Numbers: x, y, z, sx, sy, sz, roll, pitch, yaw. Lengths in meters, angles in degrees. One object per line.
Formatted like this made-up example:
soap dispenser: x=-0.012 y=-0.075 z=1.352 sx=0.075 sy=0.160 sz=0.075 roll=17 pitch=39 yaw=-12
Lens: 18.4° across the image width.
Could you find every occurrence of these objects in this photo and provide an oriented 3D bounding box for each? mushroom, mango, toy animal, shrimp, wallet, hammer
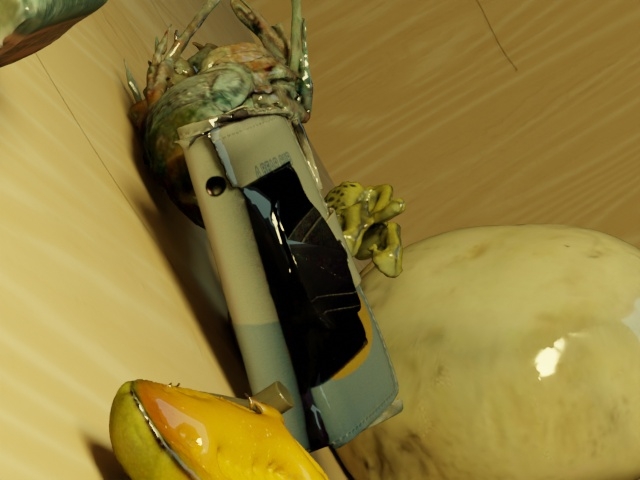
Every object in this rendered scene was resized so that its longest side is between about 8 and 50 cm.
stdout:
mushroom: x=0.159 y=0.156 z=1.588 sx=0.314 sy=0.314 sz=0.336 roll=-110 pitch=-168 yaw=-65
mango: x=-0.042 y=0.118 z=0.894 sx=0.187 sy=0.066 sz=0.101 roll=46 pitch=22 yaw=-52
toy animal: x=0.000 y=0.000 z=1.467 sx=0.073 sy=0.181 sz=0.136 roll=38 pitch=26 yaw=-22
shrimp: x=-0.059 y=-0.115 z=1.503 sx=0.137 sy=0.172 sz=0.372 roll=53 pitch=15 yaw=-25
wallet: x=-0.015 y=0.019 z=1.296 sx=0.170 sy=0.069 sz=0.231 roll=-22 pitch=95 yaw=-67
hammer: x=-0.051 y=0.097 z=1.162 sx=0.019 sy=0.035 sz=0.110 roll=60 pitch=13 yaw=16

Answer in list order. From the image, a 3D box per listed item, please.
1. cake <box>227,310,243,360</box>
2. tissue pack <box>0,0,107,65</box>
cake: x=-0.031 y=0.075 z=1.384 sx=0.084 sy=0.044 sz=0.084 roll=58 pitch=5 yaw=-8
tissue pack: x=-0.193 y=-0.178 z=0.861 sx=0.228 sy=0.103 sz=0.316 roll=58 pitch=4 yaw=-8
